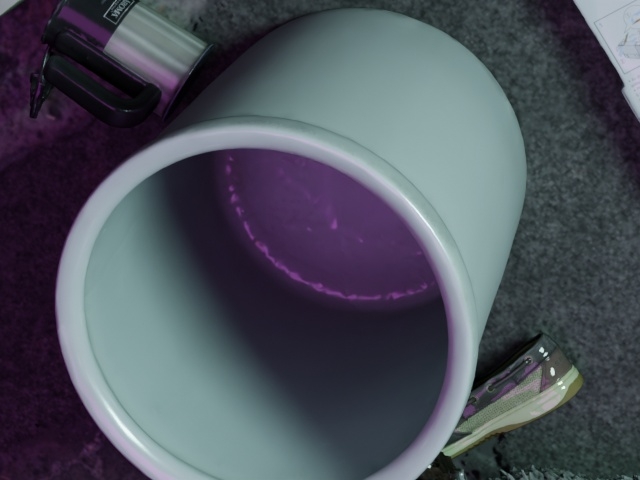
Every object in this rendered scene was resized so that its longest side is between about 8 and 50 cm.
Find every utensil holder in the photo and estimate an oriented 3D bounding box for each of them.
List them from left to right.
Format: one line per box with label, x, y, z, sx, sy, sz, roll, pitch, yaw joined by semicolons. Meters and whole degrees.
utensil holder;0.000;0.000;1.652;0.328;0.385;0.327;6;113;13

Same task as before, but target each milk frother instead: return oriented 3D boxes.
milk frother;-0.191;-0.151;1.811;0.135;0.129;0.143;34;159;0

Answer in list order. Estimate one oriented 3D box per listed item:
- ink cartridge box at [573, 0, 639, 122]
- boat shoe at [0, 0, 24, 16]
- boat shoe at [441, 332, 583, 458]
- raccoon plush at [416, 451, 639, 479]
ink cartridge box;0.373;-0.191;1.658;0.275;0.060;0.239;-27;102;23
boat shoe;-0.346;-0.210;1.828;0.228;0.081;0.068;-32;98;16
boat shoe;0.134;0.154;1.855;0.223;0.080;0.073;-27;95;20
raccoon plush;0.248;0.238;1.739;0.299;0.216;0.446;-40;121;20
